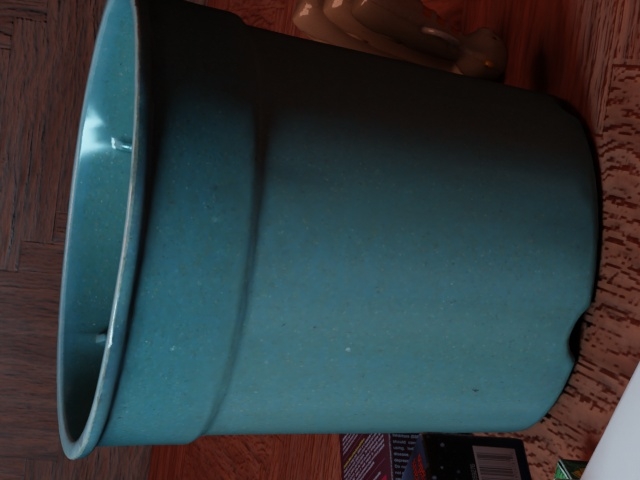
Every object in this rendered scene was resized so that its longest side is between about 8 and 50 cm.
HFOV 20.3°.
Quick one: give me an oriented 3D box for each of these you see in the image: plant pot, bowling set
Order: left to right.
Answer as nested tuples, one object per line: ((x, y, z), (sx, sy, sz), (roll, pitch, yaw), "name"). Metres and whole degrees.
((0.000, 0.000, 1.283), (0.341, 0.334, 0.341), (-174, 90, -77), "plant pot")
((0.103, -0.225, 1.441), (0.200, 0.154, 0.287), (-64, 14, 3), "bowling set")

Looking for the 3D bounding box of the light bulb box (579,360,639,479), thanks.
((0.211, 0.231, 0.561), (0.361, 0.225, 0.358), (-98, 19, -46), "light bulb box")

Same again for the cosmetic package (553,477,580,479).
((0.149, 0.205, 1.084), (0.060, 0.041, 0.115), (-104, 25, -53), "cosmetic package")

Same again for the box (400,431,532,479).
((0.052, 0.210, 0.653), (0.233, 0.044, 0.159), (-98, 19, -46), "box")

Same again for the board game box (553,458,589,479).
((0.181, 0.253, 1.084), (0.260, 0.030, 0.136), (-117, 33, -65), "board game box")

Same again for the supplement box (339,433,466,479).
((0.070, 0.222, 1.446), (0.130, 0.073, 0.239), (119, 152, -56), "supplement box")
